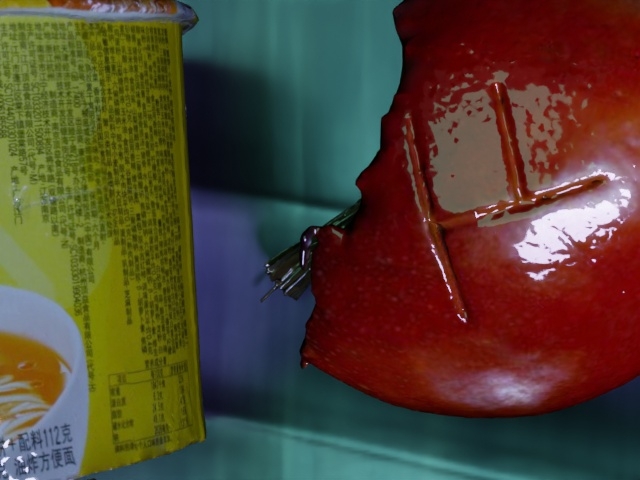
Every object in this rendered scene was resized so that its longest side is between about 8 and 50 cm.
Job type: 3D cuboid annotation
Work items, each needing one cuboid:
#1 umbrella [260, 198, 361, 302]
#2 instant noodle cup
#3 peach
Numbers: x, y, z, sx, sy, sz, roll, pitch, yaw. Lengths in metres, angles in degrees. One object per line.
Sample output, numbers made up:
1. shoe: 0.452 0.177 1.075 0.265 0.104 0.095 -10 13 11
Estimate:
1. umbrella: 0.001 0.001 0.851 0.083 0.031 0.020 -37 43 8
2. instant noodle cup: -0.169 0.011 0.798 0.264 0.264 0.200 -9 91 16
3. peach: 0.076 -0.029 0.748 0.226 0.196 0.190 -28 43 11
